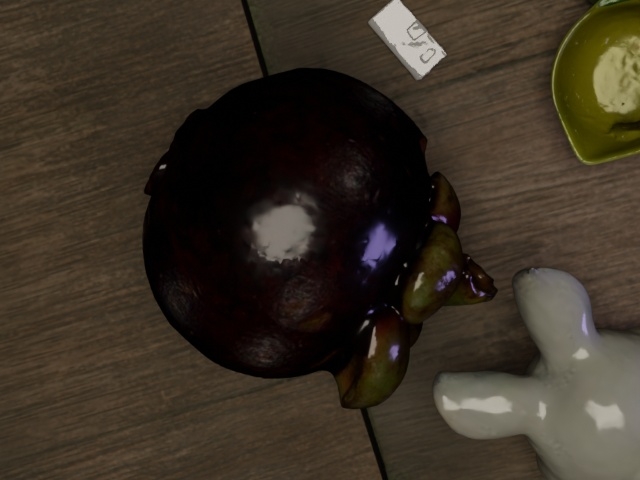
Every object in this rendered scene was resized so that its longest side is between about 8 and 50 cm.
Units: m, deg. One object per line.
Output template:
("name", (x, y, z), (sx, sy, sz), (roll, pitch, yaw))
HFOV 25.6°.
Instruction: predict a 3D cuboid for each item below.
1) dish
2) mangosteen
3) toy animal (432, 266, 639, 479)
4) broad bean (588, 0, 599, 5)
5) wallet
("dish", (0.316, -0.173, 1.426), (0.148, 0.080, 0.208), (30, 104, 11))
("mangosteen", (0.000, 0.000, 1.364), (0.346, 0.307, 0.307), (29, 97, -1))
("toy animal", (0.300, 0.186, 1.380), (0.367, 0.241, 0.196), (36, 95, 1))
("broad bean", (0.353, -0.295, 1.429), (0.206, 0.072, 0.153), (-7, 93, 16))
("wallet", (0.092, -0.212, 1.482), (0.044, 0.011, 0.083), (-41, 90, 7))
